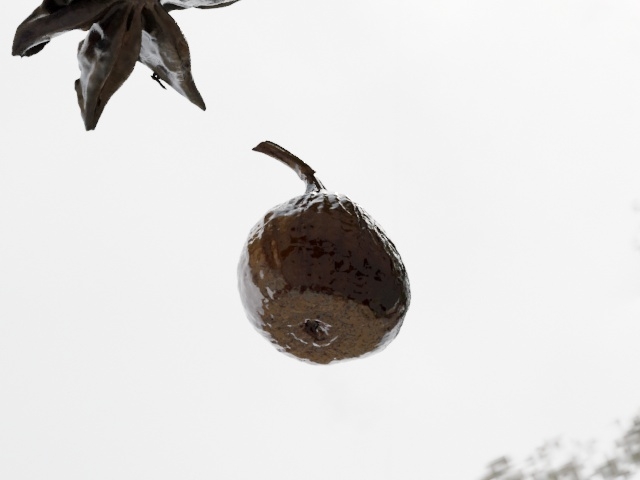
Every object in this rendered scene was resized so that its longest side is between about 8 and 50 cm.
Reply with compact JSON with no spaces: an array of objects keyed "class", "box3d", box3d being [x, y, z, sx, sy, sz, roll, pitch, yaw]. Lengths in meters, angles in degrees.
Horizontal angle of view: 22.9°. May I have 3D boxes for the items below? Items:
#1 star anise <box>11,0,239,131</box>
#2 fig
[{"class":"star anise","box3d":[-0.131,-0.162,1.056,0.204,0.061,0.181,-21,-64,-33]},{"class":"fig","box3d":[0.000,0.000,1.276,0.133,0.146,0.201,-9,-137,4]}]
